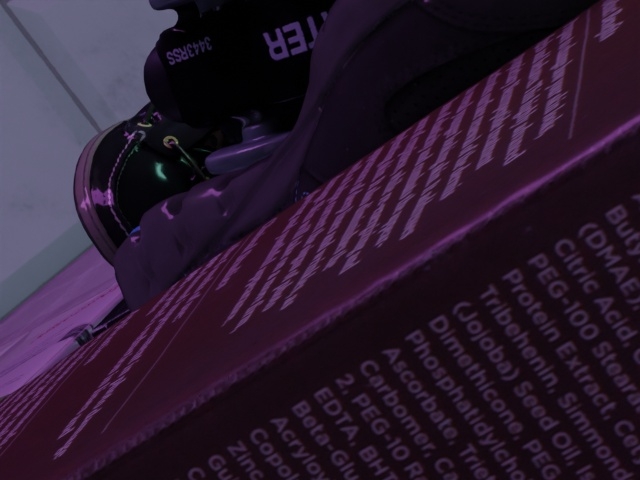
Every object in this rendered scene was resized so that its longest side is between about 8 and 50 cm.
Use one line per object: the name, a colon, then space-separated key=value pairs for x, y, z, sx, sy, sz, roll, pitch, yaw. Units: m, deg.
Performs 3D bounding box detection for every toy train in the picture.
toy train: x=0.051 y=-0.132 z=0.777 sx=0.334 sy=0.142 sz=0.190 roll=-13 pitch=10 yaw=45

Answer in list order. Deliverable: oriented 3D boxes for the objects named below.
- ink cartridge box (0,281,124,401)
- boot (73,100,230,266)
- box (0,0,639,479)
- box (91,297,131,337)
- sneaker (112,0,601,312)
ink cartridge box: x=-0.192 y=0.130 z=0.999 sx=0.160 sy=0.092 sz=0.219 roll=-30 pitch=11 yaw=40
boot: x=-0.056 y=-0.080 z=0.966 sx=0.179 sy=0.085 sz=0.236 roll=-25 pitch=18 yaw=25
box: x=0.039 y=0.049 z=0.424 sx=0.381 sy=0.143 sz=0.191 roll=-35 pitch=9 yaw=22
box: x=0.000 y=0.000 z=0.917 sx=0.184 sy=0.103 sz=0.261 roll=-34 pitch=9 yaw=30
sneaker: x=0.039 y=-0.009 z=0.593 sx=0.125 sy=0.139 sz=0.341 roll=-9 pitch=-24 yaw=-38
